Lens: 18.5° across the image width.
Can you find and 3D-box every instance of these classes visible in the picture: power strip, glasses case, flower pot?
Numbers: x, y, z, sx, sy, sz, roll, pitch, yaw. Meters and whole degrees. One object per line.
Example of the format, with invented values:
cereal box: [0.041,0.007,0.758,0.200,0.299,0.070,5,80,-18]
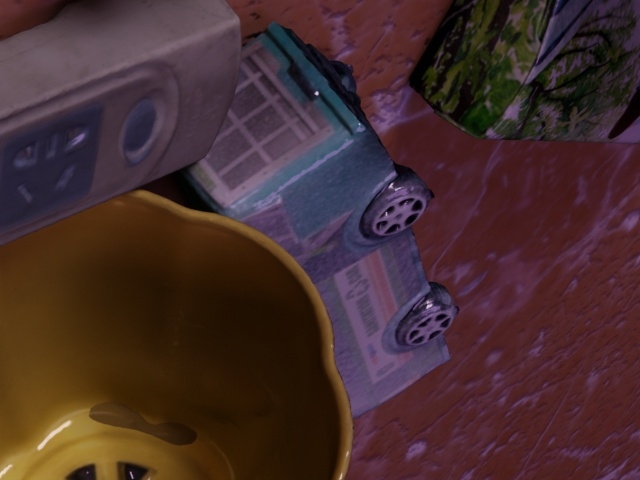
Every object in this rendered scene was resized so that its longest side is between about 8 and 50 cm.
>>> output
power strip: [-0.143,-0.029,0.738,0.286,0.048,0.080,-25,144,-37]
glasses case: [0.160,-0.102,1.081,0.272,0.062,0.095,-4,129,-55]
flower pot: [-0.092,0.100,0.848,0.195,0.195,0.179,-38,164,-22]

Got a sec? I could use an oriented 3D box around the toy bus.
toy bus: [0.000,0.000,0.950,0.109,0.091,0.261,-34,150,-7]
